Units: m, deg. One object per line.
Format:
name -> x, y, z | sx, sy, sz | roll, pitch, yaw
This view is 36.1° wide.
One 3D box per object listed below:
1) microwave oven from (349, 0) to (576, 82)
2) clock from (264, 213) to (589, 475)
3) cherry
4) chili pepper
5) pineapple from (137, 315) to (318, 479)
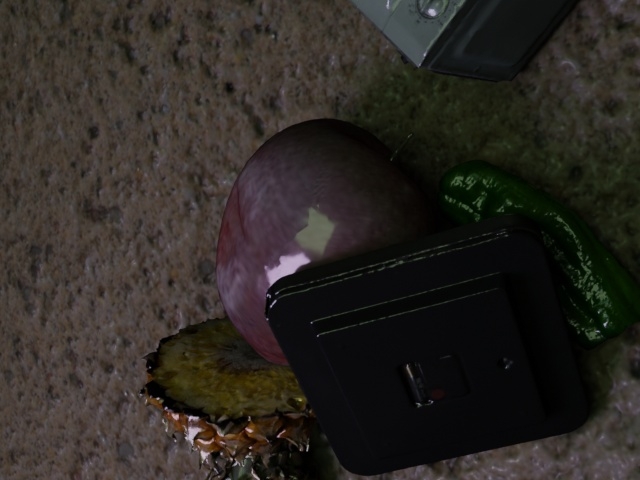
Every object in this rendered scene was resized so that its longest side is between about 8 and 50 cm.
microwave oven -> 0.098, -0.313, 1.001 | 0.295, 0.237, 0.181 | 49, 118, 23
clock -> 0.112, 0.122, 0.976 | 0.273, 0.049, 0.279 | -16, 124, 12
cherry -> 0.000, 0.000, 1.074 | 0.307, 0.221, 0.261 | -58, 23, 15
chili pepper -> 0.228, 0.006, 1.015 | 0.253, 0.083, 0.099 | 45, 117, 21
pineapple -> -0.077, 0.258, 1.186 | 0.262, 0.262, 0.272 | 17, 121, 35
